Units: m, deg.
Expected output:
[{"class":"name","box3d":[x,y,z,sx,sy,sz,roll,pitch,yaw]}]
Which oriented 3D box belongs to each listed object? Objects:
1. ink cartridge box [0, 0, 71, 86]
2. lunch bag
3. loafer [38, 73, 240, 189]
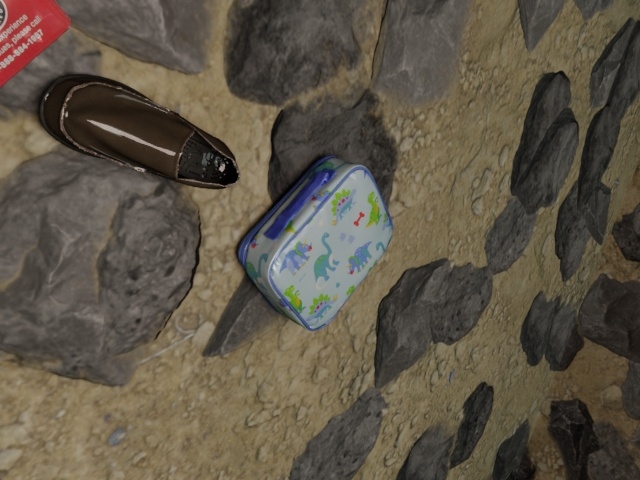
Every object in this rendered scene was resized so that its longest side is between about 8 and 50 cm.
[{"class":"ink cartridge box","box3d":[-0.336,-0.187,0.318,0.197,0.114,0.273,-51,136,-16]},{"class":"lunch bag","box3d":[0.000,0.000,0.753,0.219,0.090,0.176,-51,136,-17]},{"class":"loafer","box3d":[-0.166,-0.106,0.549,0.220,0.078,0.080,14,97,-47]}]
